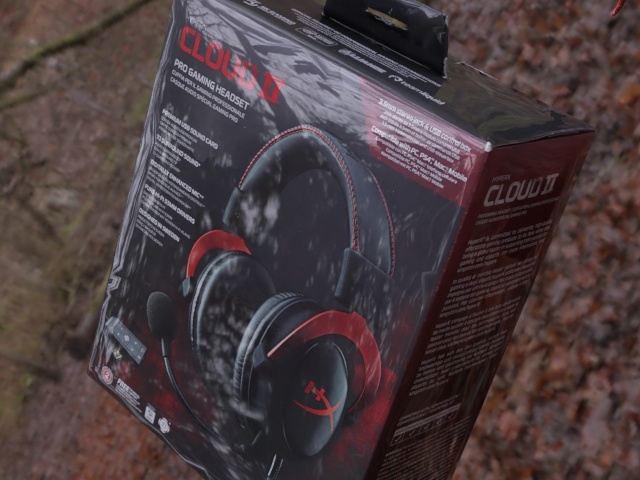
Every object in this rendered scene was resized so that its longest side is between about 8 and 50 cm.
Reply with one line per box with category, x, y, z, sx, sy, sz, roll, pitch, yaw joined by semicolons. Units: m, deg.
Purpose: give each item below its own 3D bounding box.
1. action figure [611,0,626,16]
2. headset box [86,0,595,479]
action figure;0.255;-0.121;0.654;0.139;0.091;0.280;97;163;-67
headset box;0.000;0.000;0.614;0.218;0.110;0.293;34;119;31
